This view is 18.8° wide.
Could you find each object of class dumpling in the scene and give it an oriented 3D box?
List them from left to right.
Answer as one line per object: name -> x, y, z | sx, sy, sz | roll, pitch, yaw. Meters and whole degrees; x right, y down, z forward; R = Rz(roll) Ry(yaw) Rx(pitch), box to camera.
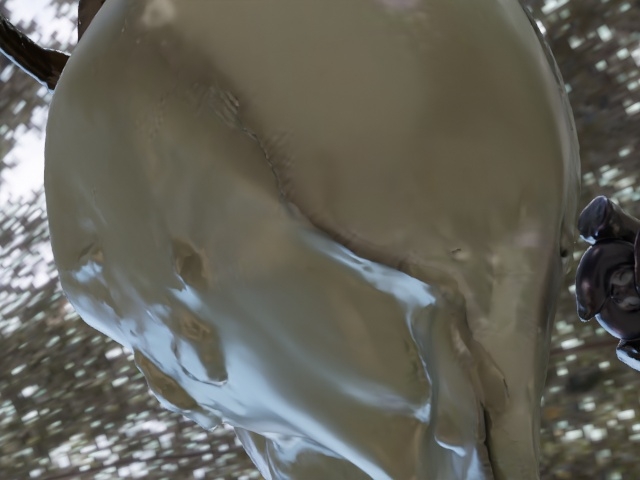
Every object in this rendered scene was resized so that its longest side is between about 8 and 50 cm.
dumpling -> 0.000, 0.000, 0.901 | 0.233, 0.315, 0.395 | -19, -131, -23

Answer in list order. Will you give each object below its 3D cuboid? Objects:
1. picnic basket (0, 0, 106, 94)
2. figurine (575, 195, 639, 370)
picnic basket -> -0.086, -0.183, 1.338 | 0.337, 0.293, 0.337 | 45, -153, -30
figurine -> 0.303, 0.023, 1.426 | 0.145, 0.222, 0.145 | 5, -99, -36
